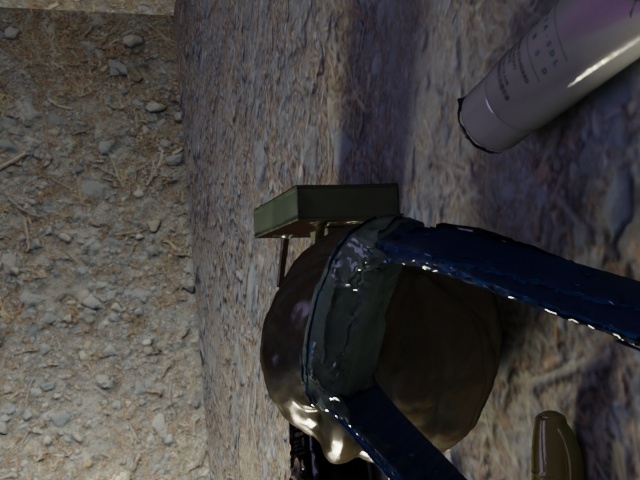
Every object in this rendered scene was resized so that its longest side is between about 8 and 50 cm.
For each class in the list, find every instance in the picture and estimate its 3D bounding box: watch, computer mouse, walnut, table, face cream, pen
[{"bbox_3d":[0.110,0.130,0.544,0.275,0.068,0.276,21,117,26],"label":"watch"},{"bbox_3d":[0.016,0.302,1.066,0.137,0.096,0.233,146,125,-65],"label":"computer mouse"},{"bbox_3d":[0.049,0.097,0.731,0.224,0.224,0.224,178,90,-74],"label":"walnut"},{"bbox_3d":[0.000,0.000,1.042,0.240,0.122,0.111,162,106,-74],"label":"table"},{"bbox_3d":[0.176,-0.133,0.557,0.244,0.058,0.092,136,135,-60],"label":"face cream"},{"bbox_3d":[0.179,0.243,0.619,0.040,0.032,0.233,-4,89,50],"label":"pen"}]
